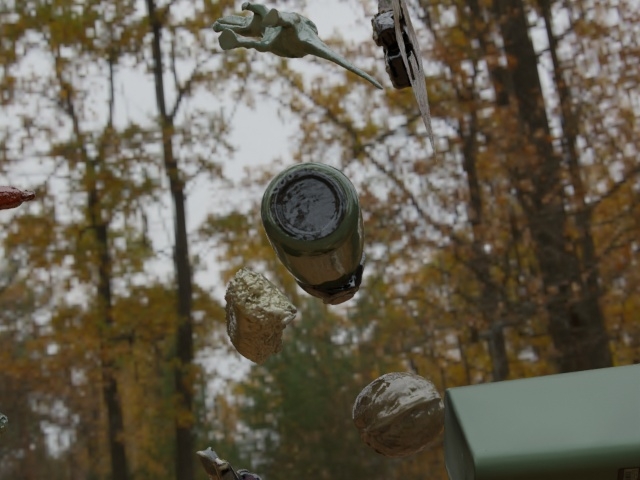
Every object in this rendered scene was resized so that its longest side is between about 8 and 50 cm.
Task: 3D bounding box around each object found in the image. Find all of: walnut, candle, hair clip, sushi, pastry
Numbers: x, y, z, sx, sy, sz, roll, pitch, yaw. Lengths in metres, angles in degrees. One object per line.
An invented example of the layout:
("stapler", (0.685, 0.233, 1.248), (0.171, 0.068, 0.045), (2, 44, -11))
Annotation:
("walnut", (0.132, 0.291, 1.960), (0.140, 0.140, 0.162), (-23, -6, 41))
("candle", (-0.499, -0.059, 1.764), (0.048, 0.053, 0.162), (-26, -12, 41))
("hair clip", (-0.107, 0.446, 1.801), (0.106, 0.292, 0.084), (-24, 8, -16))
("sushi", (0.153, -0.388, 2.381), (0.064, 0.343, 0.359), (-13, -40, 12))
("pastry", (-0.108, 0.129, 1.950), (0.089, 0.121, 0.258), (-29, -14, -18))

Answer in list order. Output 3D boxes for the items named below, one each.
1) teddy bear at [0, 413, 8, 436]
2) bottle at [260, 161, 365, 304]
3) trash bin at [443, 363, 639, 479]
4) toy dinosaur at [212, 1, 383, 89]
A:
("teddy bear", (-0.650, 0.314, 1.997), (0.213, 0.111, 0.133), (-26, -32, -23))
("bottle", (0.001, 0.002, 2.044), (0.168, 0.168, 0.347), (-8, -22, 4))
("trash bin", (0.349, 0.286, 1.552), (0.344, 0.158, 0.223), (-5, 24, -5))
("toy dinosaur", (-0.055, -0.340, 1.967), (0.393, 0.092, 0.205), (18, 10, 27))
